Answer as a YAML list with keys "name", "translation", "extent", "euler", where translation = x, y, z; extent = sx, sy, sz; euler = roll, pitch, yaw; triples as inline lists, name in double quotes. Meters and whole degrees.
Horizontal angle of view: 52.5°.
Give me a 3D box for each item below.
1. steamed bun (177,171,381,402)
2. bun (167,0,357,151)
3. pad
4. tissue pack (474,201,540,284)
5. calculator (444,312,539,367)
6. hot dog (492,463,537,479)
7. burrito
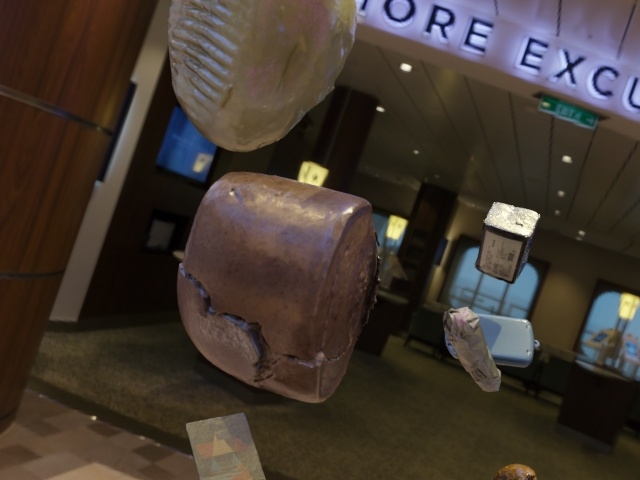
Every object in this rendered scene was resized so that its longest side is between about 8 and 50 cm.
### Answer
- name: "steamed bun"
  translation: [-0.064, 0.077, 0.828]
  extent: [0.251, 0.301, 0.199]
  euler: [13, 33, 14]
- name: "bun"
  translation: [-0.090, -0.300, 0.973]
  extent: [0.213, 0.361, 0.361]
  euler: [6, 9, -36]
- name: "pad"
  translation: [-0.185, 0.460, 1.324]
  extent: [0.142, 0.003, 0.211]
  euler: [-1, 53, -36]
- name: "tissue pack"
  translation: [0.396, 0.007, 1.386]
  extent: [0.103, 0.090, 0.170]
  euler: [20, -35, 19]
- name: "calculator"
  translation: [0.389, 0.223, 1.472]
  extent: [0.210, 0.121, 0.039]
  euler: [6, -37, 8]
- name: "hot dog"
  translation: [0.364, 0.471, 1.216]
  extent: [0.060, 0.140, 0.090]
  euler: [3, 49, -21]
- name: "burrito"
  translation: [0.252, 0.180, 1.068]
  extent: [0.064, 0.064, 0.203]
  euler: [20, -29, 46]
